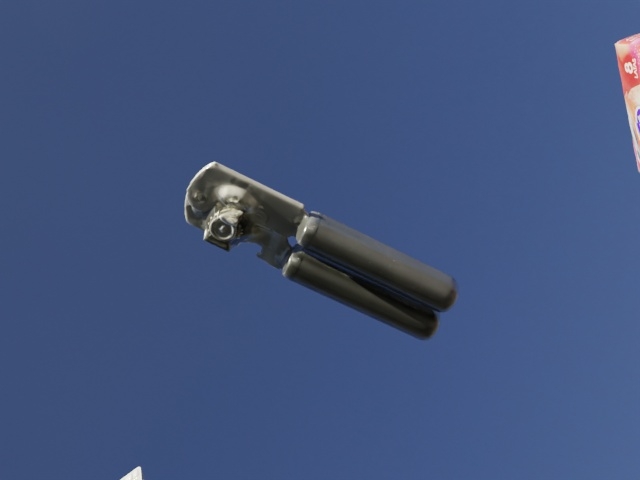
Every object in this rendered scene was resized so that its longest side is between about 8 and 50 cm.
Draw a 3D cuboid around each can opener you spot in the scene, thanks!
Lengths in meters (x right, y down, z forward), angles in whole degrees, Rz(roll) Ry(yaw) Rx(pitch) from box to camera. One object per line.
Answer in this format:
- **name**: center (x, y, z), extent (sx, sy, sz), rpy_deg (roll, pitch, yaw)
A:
- **can opener**: center (0.000, 0.000, 0.878), extent (0.283, 0.095, 0.076), rpy_deg (25, -63, -4)

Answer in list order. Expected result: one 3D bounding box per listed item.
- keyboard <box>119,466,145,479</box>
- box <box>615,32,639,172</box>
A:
- **keyboard**: center (-0.193, 0.324, 0.850), extent (0.072, 0.256, 0.014), rpy_deg (-31, -59, 3)
- **box**: center (0.453, -0.158, 0.817), extent (0.300, 0.154, 0.142), rpy_deg (-18, -74, -5)
